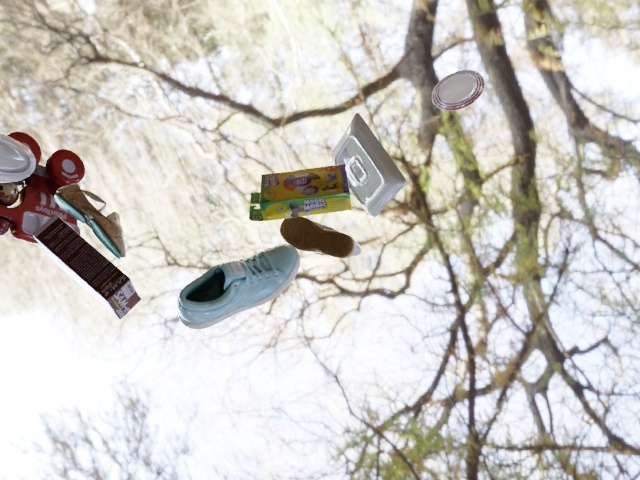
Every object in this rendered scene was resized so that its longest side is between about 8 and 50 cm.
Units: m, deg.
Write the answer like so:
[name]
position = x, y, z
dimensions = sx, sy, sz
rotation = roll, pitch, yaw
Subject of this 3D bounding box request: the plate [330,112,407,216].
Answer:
[plate]
position = 0.136, -0.231, 2.118
dimensions = 0.045, 0.278, 0.277
rotation = -29, 170, -25

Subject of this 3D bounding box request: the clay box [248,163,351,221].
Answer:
[clay box]
position = -0.048, -0.104, 1.428
dimensions = 0.221, 0.053, 0.127
rotation = -7, -146, 1

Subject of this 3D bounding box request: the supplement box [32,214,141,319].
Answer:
[supplement box]
position = -0.519, 0.061, 1.469
dimensions = 0.239, 0.130, 0.073
rotation = 37, -112, 14

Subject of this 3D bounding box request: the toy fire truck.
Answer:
[toy fire truck]
position = -0.759, -0.117, 1.698
dimensions = 0.169, 0.302, 0.254
rotation = -22, -118, 34

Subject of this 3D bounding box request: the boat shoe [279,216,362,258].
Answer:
[boat shoe]
position = 0.000, 0.000, 1.981
dimensions = 0.277, 0.096, 0.098
rotation = 22, -89, 33

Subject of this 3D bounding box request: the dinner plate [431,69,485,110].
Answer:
[dinner plate]
position = 0.358, -0.393, 1.710
dimensions = 0.141, 0.141, 0.017
rotation = -15, -124, 8

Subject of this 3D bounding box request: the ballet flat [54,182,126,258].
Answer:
[ballet flat]
position = -0.452, -0.049, 1.339
dimensions = 0.206, 0.073, 0.067
rotation = 42, -121, 9

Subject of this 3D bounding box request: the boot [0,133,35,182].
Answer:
[boot]
position = -0.603, -0.159, 1.129
dimensions = 0.123, 0.095, 0.258
rotation = 10, 176, 45

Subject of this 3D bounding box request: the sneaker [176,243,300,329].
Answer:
[sneaker]
position = -0.207, 0.105, 1.722
dimensions = 0.366, 0.150, 0.135
rotation = -33, -112, -18
